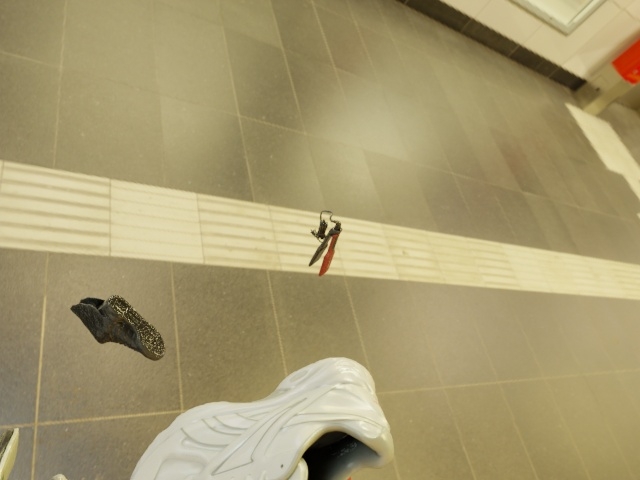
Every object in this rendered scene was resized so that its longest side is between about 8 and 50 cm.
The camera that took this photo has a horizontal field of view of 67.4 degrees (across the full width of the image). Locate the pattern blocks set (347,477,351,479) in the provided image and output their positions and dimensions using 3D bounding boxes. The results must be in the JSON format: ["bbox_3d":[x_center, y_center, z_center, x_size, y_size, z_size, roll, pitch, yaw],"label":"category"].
[{"bbox_3d":[-0.085,0.373,0.570,0.026,0.324,0.286,23,57,-75],"label":"pattern blocks set"}]

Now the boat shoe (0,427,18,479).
[{"bbox_3d":[-0.631,0.434,0.906,0.079,0.084,0.233,11,12,-17],"label":"boat shoe"}]

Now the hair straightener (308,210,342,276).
[{"bbox_3d":[0.000,0.000,1.235,0.089,0.230,0.047,41,58,18],"label":"hair straightener"}]

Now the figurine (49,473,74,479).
[{"bbox_3d":[-0.609,0.631,1.018,0.092,0.209,0.215,49,23,-66],"label":"figurine"}]

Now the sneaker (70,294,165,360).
[{"bbox_3d":[-0.360,0.160,0.858,0.170,0.089,0.051,52,22,-10],"label":"sneaker"}]

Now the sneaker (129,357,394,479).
[{"bbox_3d":[-0.049,0.178,0.373,0.232,0.115,0.090,-27,111,-7],"label":"sneaker"}]
